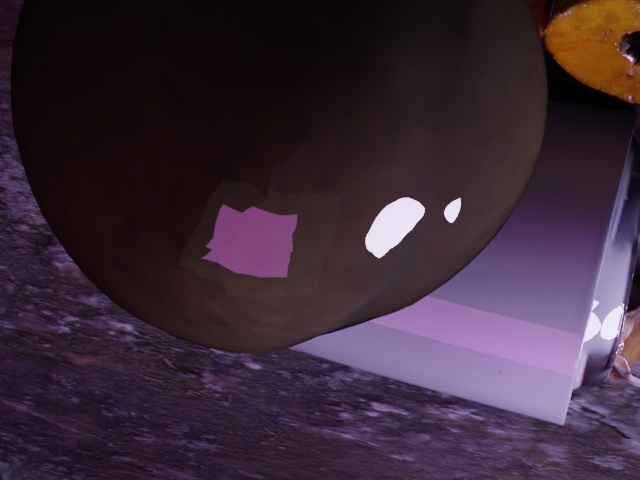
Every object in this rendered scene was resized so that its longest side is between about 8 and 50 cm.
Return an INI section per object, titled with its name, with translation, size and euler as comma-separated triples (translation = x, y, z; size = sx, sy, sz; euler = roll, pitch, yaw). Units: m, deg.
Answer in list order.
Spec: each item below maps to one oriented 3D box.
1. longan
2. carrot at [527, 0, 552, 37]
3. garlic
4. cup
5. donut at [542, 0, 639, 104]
[longan]
translation = -0.032, -0.096, 1.239
size = 0.361, 0.361, 0.361
euler = 12, 159, 5
[carrot]
translation = 0.144, -0.195, 1.286
size = 0.043, 0.043, 0.248
euler = 10, 161, 9
[garlic]
translation = 0.287, 0.089, 1.846
size = 0.124, 0.099, 0.174
euler = 22, 163, 20
[cup]
translation = 0.069, -0.015, 1.509
size = 0.372, 0.253, 0.253
euler = 14, 159, 9
[donut]
translation = 0.233, -0.149, 1.321
size = 0.152, 0.058, 0.152
euler = 11, 158, 5
